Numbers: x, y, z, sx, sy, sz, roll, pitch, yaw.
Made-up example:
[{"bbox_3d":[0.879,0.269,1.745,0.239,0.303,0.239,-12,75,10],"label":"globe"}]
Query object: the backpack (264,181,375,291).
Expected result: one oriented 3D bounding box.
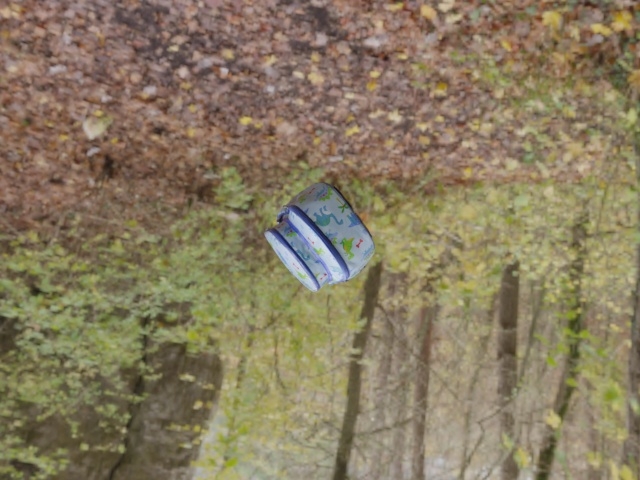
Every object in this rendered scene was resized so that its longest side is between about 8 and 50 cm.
[{"bbox_3d":[0.000,0.000,0.756,0.105,0.084,0.114,51,165,-2],"label":"backpack"}]
